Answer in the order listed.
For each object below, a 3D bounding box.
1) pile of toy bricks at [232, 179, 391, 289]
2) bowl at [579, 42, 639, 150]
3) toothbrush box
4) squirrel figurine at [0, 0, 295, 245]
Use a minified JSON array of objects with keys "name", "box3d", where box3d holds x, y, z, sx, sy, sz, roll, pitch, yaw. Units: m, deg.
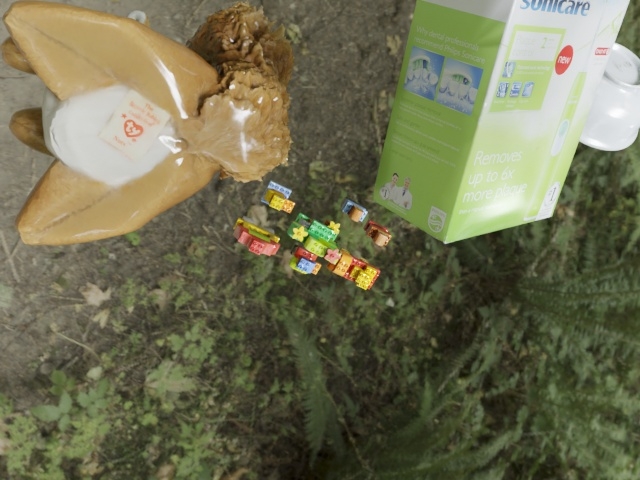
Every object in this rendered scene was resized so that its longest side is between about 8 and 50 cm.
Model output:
[{"name":"pile of toy bricks","box3d":[0.000,0.000,0.822,0.212,0.105,0.118,25,106,-14]},{"name":"bowl","box3d":[0.655,-0.364,1.449,0.298,0.298,0.134,-39,170,-34]},{"name":"toothbrush box","box3d":[0.193,-0.159,0.676,0.206,0.122,0.283,-11,122,-38]},{"name":"squirrel figurine","box3d":[-0.231,-0.202,0.889,0.397,0.370,0.280,-6,115,-14]}]
